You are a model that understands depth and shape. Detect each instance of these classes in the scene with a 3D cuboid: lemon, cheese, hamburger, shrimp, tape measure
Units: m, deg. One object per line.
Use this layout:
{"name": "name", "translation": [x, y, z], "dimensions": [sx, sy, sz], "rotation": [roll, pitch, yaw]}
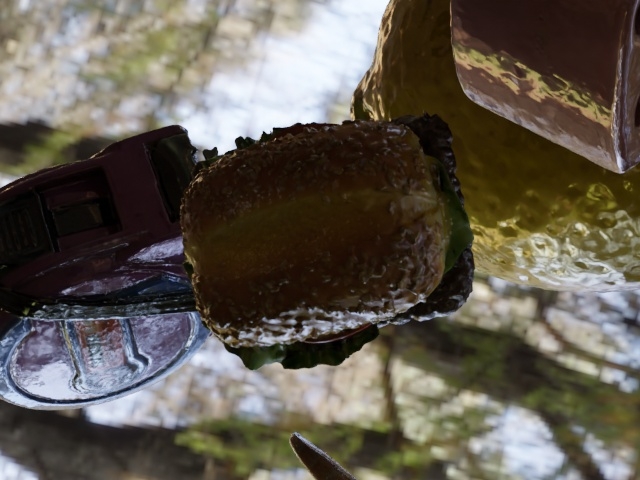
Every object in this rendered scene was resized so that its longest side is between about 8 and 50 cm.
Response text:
{"name": "lemon", "translation": [0.201, -0.114, 1.202], "dimensions": [0.336, 0.336, 0.336], "rotation": [-46, -144, 49]}
{"name": "cheese", "translation": [0.148, -0.139, 0.894], "dimensions": [0.128, 0.203, 0.177], "rotation": [29, -67, 27]}
{"name": "hamburger", "translation": [0.000, 0.000, 0.886], "dimensions": [0.166, 0.087, 0.137], "rotation": [-12, -95, 21]}
{"name": "shrimp", "translation": [0.034, 0.269, 1.729], "dimensions": [0.178, 0.124, 0.034], "rotation": [38, -94, 26]}
{"name": "tape measure", "translation": [-0.181, 0.027, 1.334], "dimensions": [0.231, 0.245, 0.149], "rotation": [92, -21, -60]}
